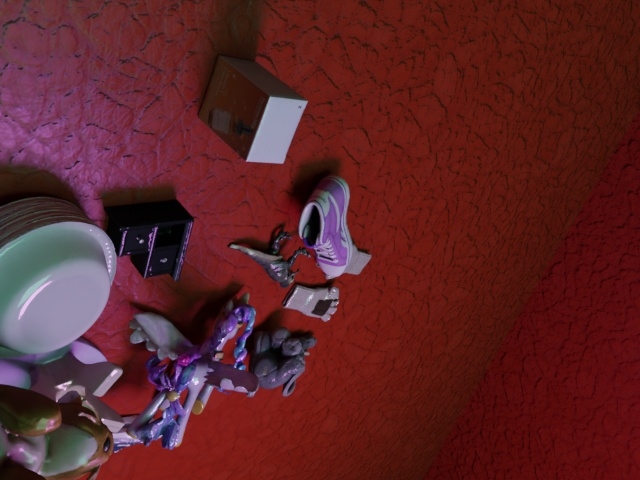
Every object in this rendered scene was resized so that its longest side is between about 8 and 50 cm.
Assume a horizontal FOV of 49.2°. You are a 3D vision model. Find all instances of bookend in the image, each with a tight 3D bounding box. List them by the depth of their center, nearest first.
[{"bbox_3d":[-0.345,0.010,1.363,0.157,0.072,0.156,-9,131,-41],"label":"bookend"}]

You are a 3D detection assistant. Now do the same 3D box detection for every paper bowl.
[{"bbox_3d":[-0.479,0.079,1.198,0.284,0.148,0.284,-38,148,-28],"label":"paper bowl"}]

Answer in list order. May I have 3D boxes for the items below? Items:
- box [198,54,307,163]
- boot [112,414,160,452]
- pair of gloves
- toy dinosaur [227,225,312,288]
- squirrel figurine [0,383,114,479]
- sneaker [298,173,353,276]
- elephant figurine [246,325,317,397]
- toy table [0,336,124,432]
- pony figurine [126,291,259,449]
[{"bbox_3d":[-0.125,-0.236,1.262,0.091,0.170,0.130,-3,126,-45],"label":"box"},{"bbox_3d":[-0.478,0.476,1.702,0.190,0.069,0.086,19,117,-44],"label":"boot"},{"bbox_3d":[0.027,0.109,1.879,0.240,0.042,0.204,-53,145,7],"label":"pair of gloves"},{"bbox_3d":[-0.099,0.039,1.664,0.118,0.064,0.268,-41,142,5],"label":"toy dinosaur"},{"bbox_3d":[-0.548,0.332,1.121,0.397,0.281,0.370,-16,165,28],"label":"squirrel figurine"},{"bbox_3d":[-0.001,0.000,1.646,0.161,0.102,0.282,-55,148,-46],"label":"sneaker"},{"bbox_3d":[-0.100,0.334,1.888,0.186,0.169,0.239,-14,159,3],"label":"elephant figurine"},{"bbox_3d":[-0.513,0.301,1.401,0.274,0.161,0.252,19,109,-52],"label":"toy table"},{"bbox_3d":[-0.289,0.292,1.576,0.363,0.303,0.351,-58,176,10],"label":"pony figurine"}]
